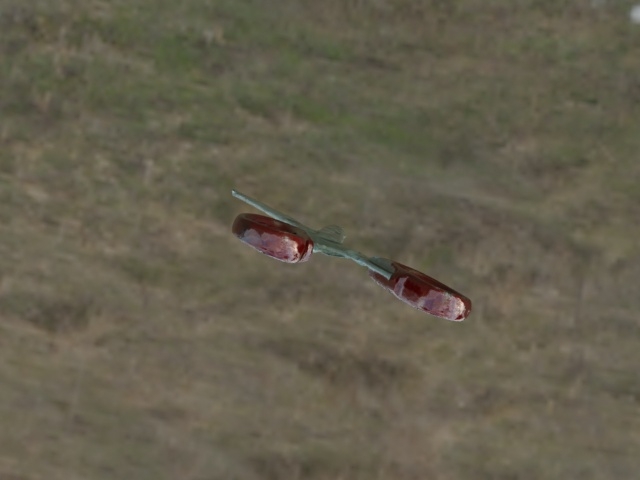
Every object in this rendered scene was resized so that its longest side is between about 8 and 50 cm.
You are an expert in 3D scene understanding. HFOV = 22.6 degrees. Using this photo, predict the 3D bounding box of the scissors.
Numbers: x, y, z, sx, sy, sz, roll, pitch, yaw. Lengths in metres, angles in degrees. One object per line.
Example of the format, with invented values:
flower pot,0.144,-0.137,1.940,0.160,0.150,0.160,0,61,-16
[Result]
scissors,0.000,0.000,0.991,0.144,0.017,0.248,20,-175,-14
